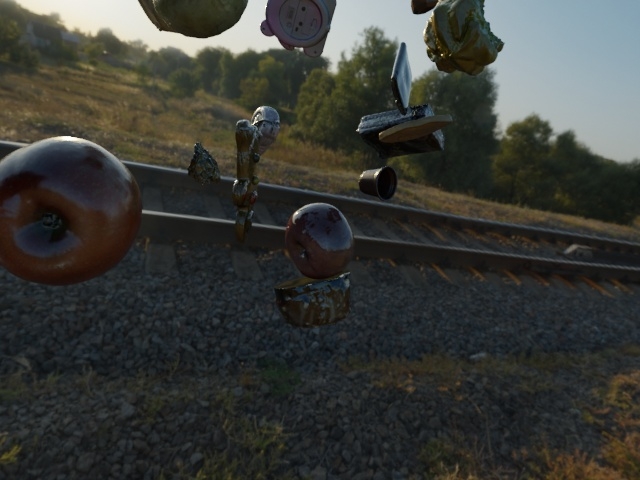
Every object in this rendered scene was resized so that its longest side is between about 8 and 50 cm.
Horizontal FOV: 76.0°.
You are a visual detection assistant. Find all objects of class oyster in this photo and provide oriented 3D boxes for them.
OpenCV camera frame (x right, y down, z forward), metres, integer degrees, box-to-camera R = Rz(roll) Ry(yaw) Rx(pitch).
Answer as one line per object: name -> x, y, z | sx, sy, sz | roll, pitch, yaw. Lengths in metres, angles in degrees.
oyster -> -0.332, -0.208, 1.188 | 0.056, 0.105, 0.177 | 4, -24, 7

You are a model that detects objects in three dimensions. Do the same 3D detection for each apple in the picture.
apple -> 0.000, 0.000, 1.631 | 0.235, 0.305, 0.306 | -24, 38, -31
apple -> -0.604, -0.067, 0.970 | 0.349, 0.348, 0.277 | 10, 11, -14

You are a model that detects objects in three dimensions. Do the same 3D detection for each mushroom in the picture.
mushroom -> -0.338, -0.645, 1.062 | 0.267, 0.189, 0.164 | 22, 9, 12

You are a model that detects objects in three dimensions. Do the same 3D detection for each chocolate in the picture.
chocolate -> -0.015, 0.262, 1.733 | 0.340, 0.210, 0.225 | -11, 7, -12

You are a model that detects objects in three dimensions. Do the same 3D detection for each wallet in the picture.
wallet -> 0.327, -0.655, 1.656 | 0.044, 0.170, 0.321 | -4, 45, 24

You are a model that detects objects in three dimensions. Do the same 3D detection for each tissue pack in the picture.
tissue pack -> 0.356, -0.464, 1.812 | 0.332, 0.123, 0.245 | 0, -27, 38

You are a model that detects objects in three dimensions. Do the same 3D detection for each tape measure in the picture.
tape measure -> -0.273, -0.539, 1.962 | 0.120, 0.236, 0.197 | 13, 59, -34

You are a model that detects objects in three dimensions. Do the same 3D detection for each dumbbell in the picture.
dumbbell -> 0.310, -0.853, 1.307 | 0.092, 0.230, 0.082 | -20, 10, -20

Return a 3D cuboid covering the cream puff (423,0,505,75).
cream puff -> 0.496, -0.760, 1.522 | 0.270, 0.323, 0.274 | -26, 4, -33

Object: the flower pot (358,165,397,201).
flower pot -> 0.176, -0.183, 1.294 | 0.111, 0.111, 0.089 | -3, 13, -44

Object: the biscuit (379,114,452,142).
biscuit -> 0.284, -0.332, 1.235 | 0.221, 0.028, 0.142 | -14, -3, 0

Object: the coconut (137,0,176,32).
coconut -> -0.514, -0.955, 1.502 | 0.353, 0.352, 0.352 | 13, 18, -4

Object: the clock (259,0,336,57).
clock -> -0.082, -0.807, 1.482 | 0.248, 0.227, 0.090 | 14, 26, -12

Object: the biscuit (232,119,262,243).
biscuit -> -0.253, -0.199, 1.471 | 0.064, 0.431, 0.283 | 5, 9, 1
